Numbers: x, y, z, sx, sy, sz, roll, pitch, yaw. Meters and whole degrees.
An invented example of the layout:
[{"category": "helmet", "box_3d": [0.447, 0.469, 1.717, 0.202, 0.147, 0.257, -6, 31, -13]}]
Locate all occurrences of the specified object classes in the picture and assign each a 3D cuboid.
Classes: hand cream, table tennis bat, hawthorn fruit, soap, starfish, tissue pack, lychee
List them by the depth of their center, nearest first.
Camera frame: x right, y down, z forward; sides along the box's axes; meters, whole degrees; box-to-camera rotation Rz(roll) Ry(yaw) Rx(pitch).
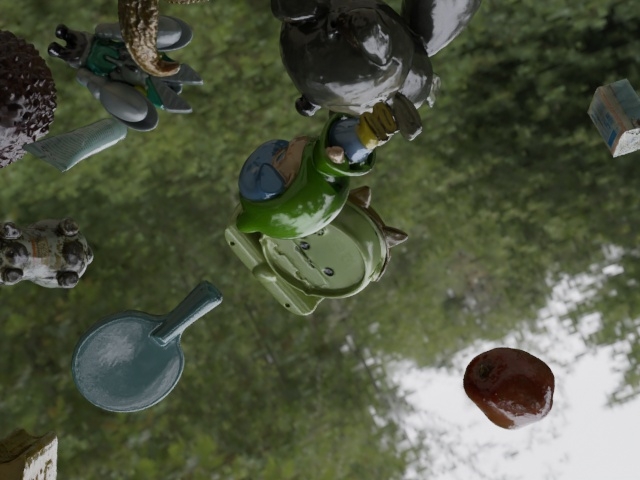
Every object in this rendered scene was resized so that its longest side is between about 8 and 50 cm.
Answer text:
[{"category": "starfish", "box_3d": [-0.220, -0.363, 1.587, 0.375, 0.327, 0.094, 27, -147, 24]}, {"category": "table tennis bat", "box_3d": [-0.239, 0.145, 1.730, 0.244, 0.153, 0.040, -41, -157, 5]}, {"category": "soap", "box_3d": [-0.451, 0.375, 1.778, 0.080, 0.160, 0.257, 4, -176, 2]}, {"category": "tissue pack", "box_3d": [0.456, -0.186, 1.877, 0.059, 0.074, 0.094, -15, -119, -15]}, {"category": "lychee", "box_3d": [-0.622, -0.253, 2.216, 0.300, 0.264, 0.264, -38, -157, -32]}, {"category": "hawthorn fruit", "box_3d": [0.329, 0.259, 2.264, 0.163, 0.203, 0.162, -38, -145, 34]}, {"category": "hand cream", "box_3d": [-0.441, -0.184, 2.281, 0.058, 0.085, 0.331, -57, 177, 17]}]

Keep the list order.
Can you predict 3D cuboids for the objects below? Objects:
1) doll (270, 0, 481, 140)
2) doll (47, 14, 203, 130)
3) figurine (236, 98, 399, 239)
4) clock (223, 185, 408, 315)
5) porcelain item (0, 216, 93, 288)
[{"category": "doll", "box_3d": [0.081, -0.355, 1.961, 0.252, 0.382, 0.378, 18, -100, 20]}, {"category": "doll", "box_3d": [-0.331, -0.281, 2.090, 0.258, 0.194, 0.153, -5, -175, -2]}, {"category": "figurine", "box_3d": [-0.008, -0.095, 1.681, 0.263, 0.143, 0.162, -33, -170, 33]}, {"category": "clock", "box_3d": [0.000, 0.000, 2.509, 0.348, 0.286, 0.117, -20, -149, 40]}, {"category": "porcelain item", "box_3d": [-0.585, 0.028, 2.352, 0.186, 0.138, 0.288, -4, 179, 38]}]
